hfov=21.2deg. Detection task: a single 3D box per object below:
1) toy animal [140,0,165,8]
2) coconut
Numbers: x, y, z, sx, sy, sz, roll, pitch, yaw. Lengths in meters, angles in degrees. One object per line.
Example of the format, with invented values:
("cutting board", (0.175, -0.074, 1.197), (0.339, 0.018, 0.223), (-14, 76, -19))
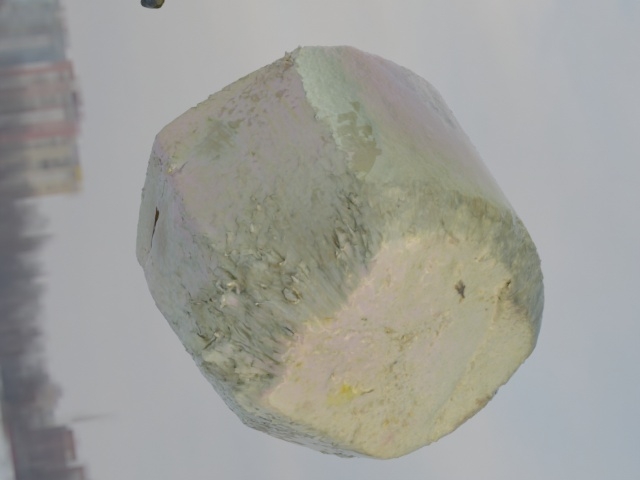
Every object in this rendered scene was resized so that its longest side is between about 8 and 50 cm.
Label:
("toy animal", (-0.154, -0.214, 1.086), (0.057, 0.099, 0.241), (-62, 162, -13))
("coconut", (0.000, 0.000, 1.375), (0.309, 0.297, 0.297), (-124, -153, -47))
